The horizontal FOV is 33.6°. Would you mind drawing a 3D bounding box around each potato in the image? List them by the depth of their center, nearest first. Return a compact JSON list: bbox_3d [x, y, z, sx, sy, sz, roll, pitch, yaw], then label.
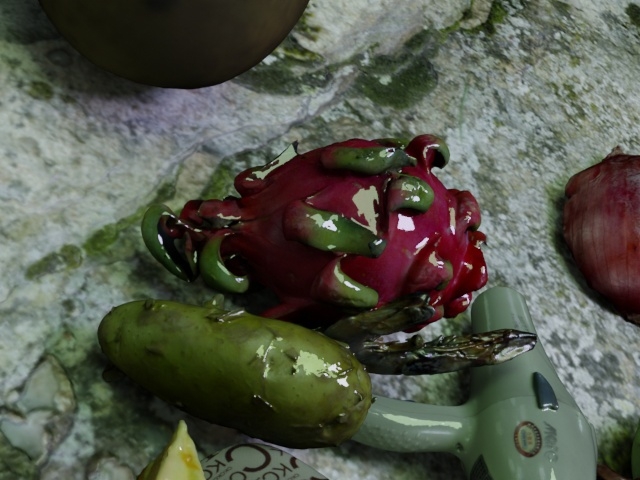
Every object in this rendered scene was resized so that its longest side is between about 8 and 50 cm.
[{"bbox_3d":[-0.067,0.098,0.818,0.225,0.117,0.090,15,52,10],"label":"potato"}]

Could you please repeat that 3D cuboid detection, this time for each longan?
[{"bbox_3d":[-0.141,-0.301,1.013,0.318,0.319,0.319,18,46,-20],"label":"longan"}]

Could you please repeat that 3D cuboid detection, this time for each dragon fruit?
[{"bbox_3d":[0.007,0.007,0.931,0.218,0.272,0.198,-81,152,-57],"label":"dragon fruit"}]

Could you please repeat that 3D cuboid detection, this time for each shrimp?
[{"bbox_3d":[0.093,0.074,0.846,0.195,0.148,0.035,-3,64,-8],"label":"shrimp"}]

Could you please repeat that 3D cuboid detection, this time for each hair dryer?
[{"bbox_3d":[0.116,0.124,0.959,0.298,0.119,0.296,23,33,11],"label":"hair dryer"}]

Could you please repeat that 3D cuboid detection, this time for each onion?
[{"bbox_3d":[0.401,-0.032,1.263,0.227,0.120,0.284,21,44,-24],"label":"onion"}]

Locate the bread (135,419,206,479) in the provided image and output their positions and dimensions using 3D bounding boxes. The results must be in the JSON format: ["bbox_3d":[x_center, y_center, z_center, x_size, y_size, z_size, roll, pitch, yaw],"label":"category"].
[{"bbox_3d":[-0.085,0.272,0.643,0.163,0.168,0.264,31,42,-9],"label":"bread"}]

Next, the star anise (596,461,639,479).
[{"bbox_3d":[0.331,0.265,0.890,0.271,0.102,0.272,-1,75,3],"label":"star anise"}]

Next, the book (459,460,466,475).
[{"bbox_3d":[0.186,0.223,0.974,0.110,0.014,0.077,-9,59,-37],"label":"book"}]

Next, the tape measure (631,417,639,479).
[{"bbox_3d":[0.379,0.233,1.030,0.199,0.106,0.175,-6,72,-34],"label":"tape measure"}]

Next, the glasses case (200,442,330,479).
[{"bbox_3d":[0.029,0.266,0.711,0.354,0.085,0.137,31,50,28],"label":"glasses case"}]
